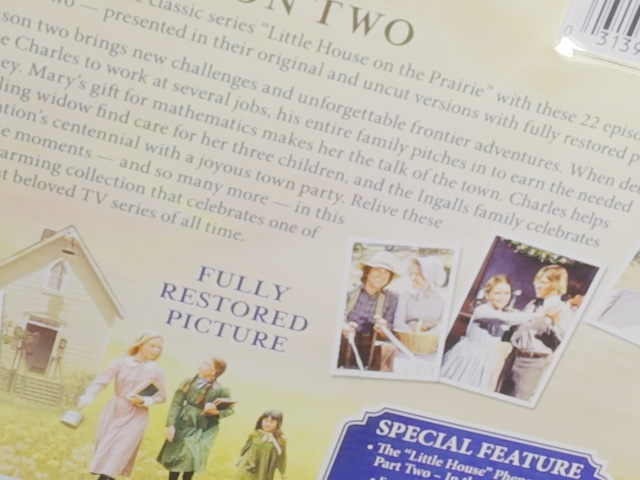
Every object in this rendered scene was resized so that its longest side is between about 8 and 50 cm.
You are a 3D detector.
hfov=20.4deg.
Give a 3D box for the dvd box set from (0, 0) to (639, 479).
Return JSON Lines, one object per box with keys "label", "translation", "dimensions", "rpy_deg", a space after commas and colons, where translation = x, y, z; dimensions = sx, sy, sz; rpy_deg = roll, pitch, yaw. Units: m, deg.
{"label": "dvd box set", "translation": [-0.007, 0.011, 0.627], "dimensions": [0.308, 0.062, 0.420], "rpy_deg": [13, 118, -11]}
